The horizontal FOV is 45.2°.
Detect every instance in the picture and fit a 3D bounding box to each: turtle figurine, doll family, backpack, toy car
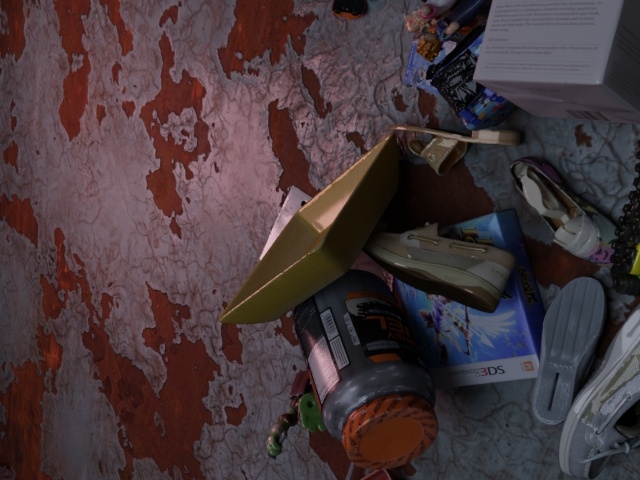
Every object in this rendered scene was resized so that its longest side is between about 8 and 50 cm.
[{"bbox_3d":[0.006,0.380,1.487,0.198,0.274,0.266,24,157,-3],"label":"turtle figurine"},{"bbox_3d":[0.206,-0.347,1.143,0.118,0.263,0.163,41,122,-12],"label":"doll family"},{"bbox_3d":[0.266,-0.260,1.127,0.173,0.158,0.117,-43,76,30],"label":"backpack"},{"bbox_3d":[0.047,-0.453,1.401,0.040,0.060,0.122,72,-169,-72],"label":"toy car"}]

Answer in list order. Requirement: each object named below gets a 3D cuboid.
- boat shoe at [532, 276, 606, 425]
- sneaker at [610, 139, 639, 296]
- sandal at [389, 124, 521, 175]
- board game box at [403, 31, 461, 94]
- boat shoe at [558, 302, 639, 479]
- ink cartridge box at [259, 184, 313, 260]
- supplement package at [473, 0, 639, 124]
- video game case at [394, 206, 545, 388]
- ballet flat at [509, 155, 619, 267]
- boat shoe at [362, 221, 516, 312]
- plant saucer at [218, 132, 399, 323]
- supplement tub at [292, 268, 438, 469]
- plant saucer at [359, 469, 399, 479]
[{"bbox_3d":[0.369,0.165,1.158,0.083,0.076,0.226,20,88,26],"label":"boat shoe"},{"bbox_3d":[0.483,-0.087,0.981,0.146,0.134,0.343,12,104,6],"label":"sneaker"},{"bbox_3d":[0.208,-0.144,1.254,0.240,0.088,0.079,10,100,39],"label":"sandal"},{"bbox_3d":[0.187,-0.297,1.289,0.090,0.020,0.090,29,119,37],"label":"board game box"},{"bbox_3d":[0.438,0.223,1.083,0.103,0.118,0.320,40,119,38],"label":"boat shoe"},{"bbox_3d":[-0.038,-0.003,1.591,0.145,0.045,0.179,35,104,37],"label":"ink cartridge box"},{"bbox_3d":[0.340,-0.312,0.959,0.177,0.175,0.293,15,91,44],"label":"supplement package"},{"bbox_3d":[0.247,0.106,1.291,0.244,0.061,0.269,-19,85,46],"label":"video game case"},{"bbox_3d":[0.354,-0.039,1.132,0.221,0.079,0.077,53,131,23],"label":"ballet flat"},{"bbox_3d":[0.181,0.026,1.237,0.302,0.109,0.098,20,75,52],"label":"boat shoe"},{"bbox_3d":[0.000,0.000,1.352,0.081,0.332,0.333,42,137,-10],"label":"plant saucer"},{"bbox_3d":[0.075,0.214,1.307,0.316,0.194,0.193,-112,37,-48],"label":"supplement tub"},{"bbox_3d":[0.131,0.604,1.537,0.258,0.048,0.259,-47,67,41],"label":"plant saucer"}]
